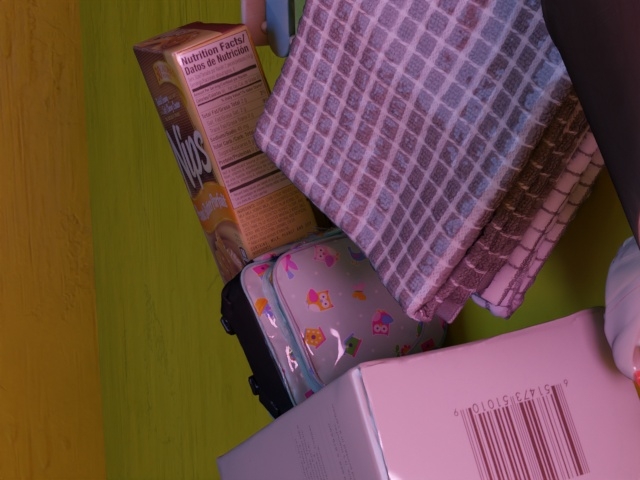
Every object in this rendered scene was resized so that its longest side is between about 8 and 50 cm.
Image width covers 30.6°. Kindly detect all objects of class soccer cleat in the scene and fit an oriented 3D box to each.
[{"bbox_3d":[0.220,0.008,0.742,0.076,0.068,0.196,-112,24,-46],"label":"soccer cleat"}]

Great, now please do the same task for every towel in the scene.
[{"bbox_3d":[0.084,-0.105,0.832,0.235,0.121,0.284,43,123,27],"label":"towel"}]

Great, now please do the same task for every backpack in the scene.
[{"bbox_3d":[0.023,0.066,1.097,0.166,0.188,0.144,65,149,7],"label":"backpack"}]

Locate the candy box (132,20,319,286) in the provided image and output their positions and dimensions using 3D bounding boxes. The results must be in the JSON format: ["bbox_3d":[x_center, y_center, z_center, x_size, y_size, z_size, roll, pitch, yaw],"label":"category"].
[{"bbox_3d":[-0.087,-0.069,1.241,0.183,0.087,0.317,27,139,66],"label":"candy box"}]

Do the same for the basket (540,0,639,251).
[{"bbox_3d":[0.197,-0.085,0.548,0.204,0.154,0.227,-55,20,40],"label":"basket"}]

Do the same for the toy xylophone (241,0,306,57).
[{"bbox_3d":[0.040,-0.168,1.067,0.322,0.081,0.236,26,128,52],"label":"toy xylophone"}]

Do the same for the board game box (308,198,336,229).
[{"bbox_3d":[0.000,0.000,1.344,0.208,0.056,0.347,-170,77,-73],"label":"board game box"}]

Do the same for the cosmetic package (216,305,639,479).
[{"bbox_3d":[0.072,0.191,0.944,0.385,0.217,0.156,-41,62,62],"label":"cosmetic package"}]
